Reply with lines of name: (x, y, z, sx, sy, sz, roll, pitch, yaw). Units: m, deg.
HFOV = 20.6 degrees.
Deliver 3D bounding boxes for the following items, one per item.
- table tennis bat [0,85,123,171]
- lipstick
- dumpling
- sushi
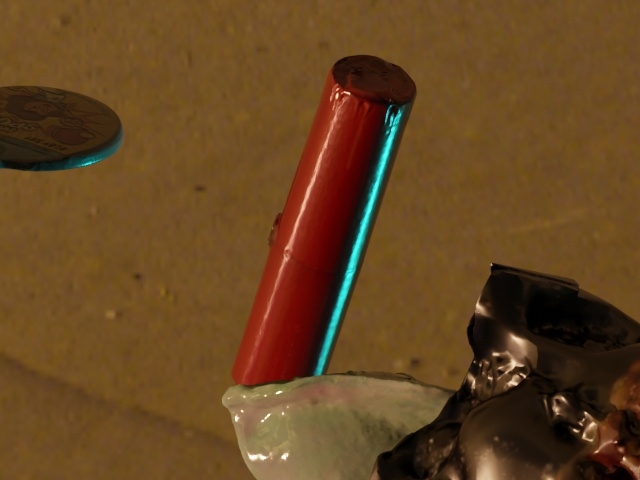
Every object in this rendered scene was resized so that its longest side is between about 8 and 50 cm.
table tennis bat: (-0.368, -0.123, 2.132, 0.215, 0.329, 0.044, 18, 117, 15)
lipstick: (0.001, 0.000, 1.265, 0.073, 0.073, 0.280, 9, 121, -15)
dumpling: (0.046, 0.125, 1.152, 0.216, 0.105, 0.149, 24, 115, -19)
sushi: (0.124, 0.122, 0.737, 0.153, 0.150, 0.172, 11, 103, -49)
